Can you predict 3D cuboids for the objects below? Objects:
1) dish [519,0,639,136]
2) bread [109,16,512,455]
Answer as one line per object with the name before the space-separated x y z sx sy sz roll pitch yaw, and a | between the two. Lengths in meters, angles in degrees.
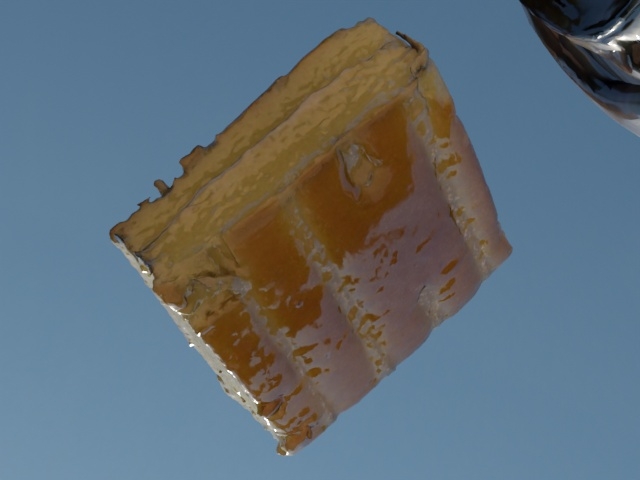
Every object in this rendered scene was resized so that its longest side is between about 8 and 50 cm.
dish | 0.099 -0.143 0.526 0.134 0.273 0.273 -17 -81 -16
bread | 0.000 0.000 1.032 0.239 0.246 0.111 -42 -128 -12
